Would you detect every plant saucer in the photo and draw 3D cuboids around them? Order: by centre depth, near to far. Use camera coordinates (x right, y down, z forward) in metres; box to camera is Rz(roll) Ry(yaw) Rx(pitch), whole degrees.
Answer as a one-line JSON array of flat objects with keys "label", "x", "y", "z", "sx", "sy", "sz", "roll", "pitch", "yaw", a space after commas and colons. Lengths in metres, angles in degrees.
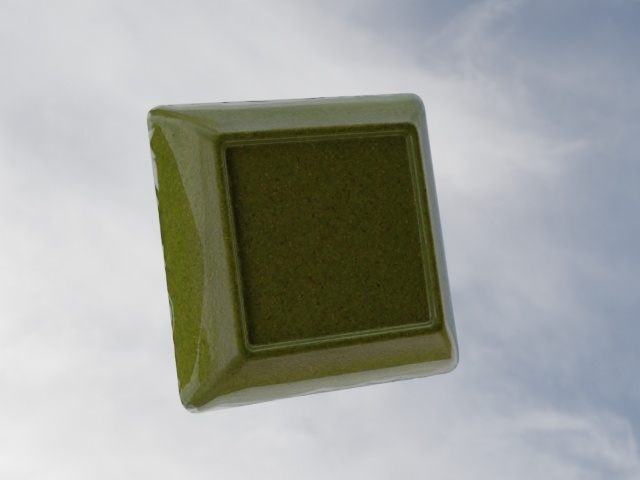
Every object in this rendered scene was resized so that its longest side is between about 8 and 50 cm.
[{"label": "plant saucer", "x": 0.000, "y": 0.000, "z": 0.591, "sx": 0.188, "sy": 0.045, "sz": 0.189, "roll": -6, "pitch": -94, "yaw": -20}]
